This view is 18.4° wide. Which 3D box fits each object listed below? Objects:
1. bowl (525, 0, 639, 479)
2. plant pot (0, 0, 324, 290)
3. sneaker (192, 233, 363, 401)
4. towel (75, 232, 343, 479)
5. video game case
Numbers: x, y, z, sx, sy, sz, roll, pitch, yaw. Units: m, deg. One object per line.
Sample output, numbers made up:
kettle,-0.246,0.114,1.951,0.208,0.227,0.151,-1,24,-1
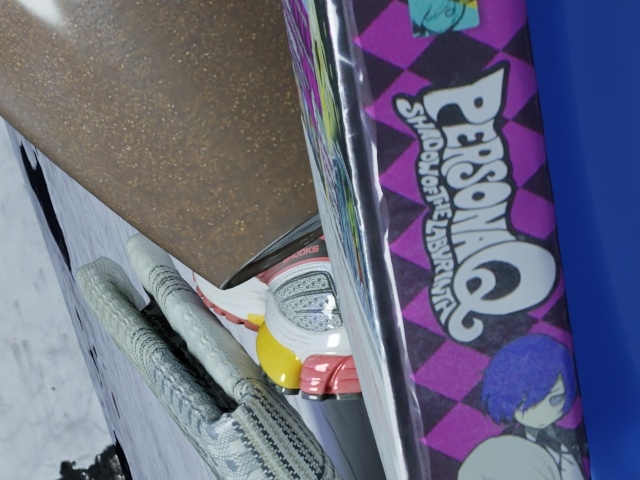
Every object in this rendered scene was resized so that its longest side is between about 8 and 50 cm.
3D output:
bowl,0.141,0.032,0.355,0.391,0.077,0.391,161,90,-77
plant pot,-0.058,-0.104,0.766,0.230,0.215,0.215,56,166,3
sneaker,0.000,0.000,0.917,0.225,0.088,0.092,-141,55,-66
towel,-0.002,0.149,1.032,0.312,0.056,0.324,56,172,-21
video game case,0.019,-0.033,0.492,0.232,0.042,0.210,-106,5,-74
